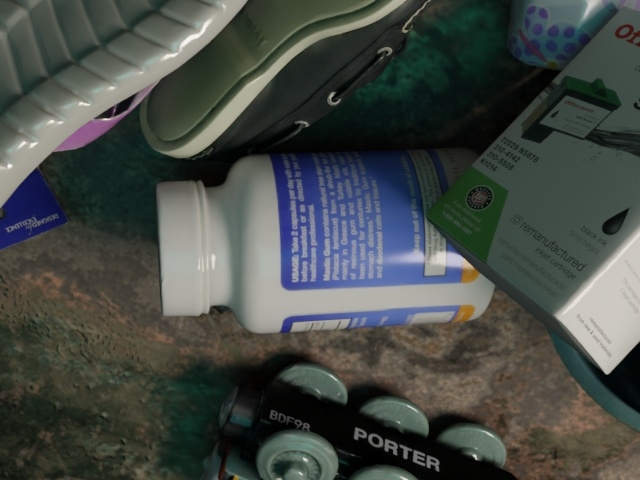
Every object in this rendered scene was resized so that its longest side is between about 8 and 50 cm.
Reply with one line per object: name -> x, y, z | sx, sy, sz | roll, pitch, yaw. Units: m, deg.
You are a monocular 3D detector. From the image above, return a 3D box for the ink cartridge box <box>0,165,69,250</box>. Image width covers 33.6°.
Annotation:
ink cartridge box -> -0.386, -0.132, 0.922 | 0.175, 0.069, 0.371 | -21, 115, 10

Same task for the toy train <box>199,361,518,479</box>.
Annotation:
toy train -> 0.043, 0.252, 1.046 | 0.334, 0.142, 0.190 | 22, 123, -8

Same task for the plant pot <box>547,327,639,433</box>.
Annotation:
plant pot -> 0.397, 0.074, 0.829 | 0.341, 0.341, 0.334 | -33, 133, 15

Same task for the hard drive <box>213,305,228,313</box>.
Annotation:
hard drive -> -0.069, -0.002, 0.990 | 0.135, 0.022, 0.094 | -33, 110, 15

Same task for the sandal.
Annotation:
sandal -> -0.212, -0.133, 0.863 | 0.416, 0.102, 0.169 | -39, 66, -3

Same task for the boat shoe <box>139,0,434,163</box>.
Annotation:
boat shoe -> 0.009, -0.171, 0.868 | 0.340, 0.127, 0.113 | -41, 147, 16

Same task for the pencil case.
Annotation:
pencil case -> 0.218, -0.263, 0.814 | 0.124, 0.113, 0.273 | -15, 122, -40

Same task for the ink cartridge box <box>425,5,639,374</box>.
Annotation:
ink cartridge box -> 0.210, -0.042, 0.754 | 0.219, 0.160, 0.092 | -47, 131, 0

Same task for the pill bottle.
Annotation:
pill bottle -> 0.000, 0.000, 0.894 | 0.272, 0.152, 0.152 | -2, 115, -9
